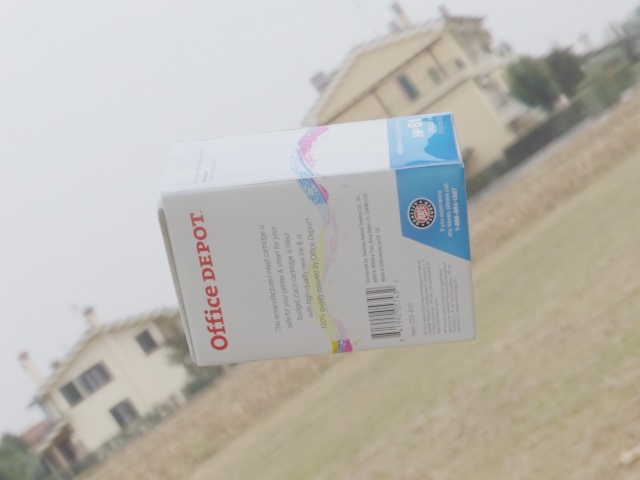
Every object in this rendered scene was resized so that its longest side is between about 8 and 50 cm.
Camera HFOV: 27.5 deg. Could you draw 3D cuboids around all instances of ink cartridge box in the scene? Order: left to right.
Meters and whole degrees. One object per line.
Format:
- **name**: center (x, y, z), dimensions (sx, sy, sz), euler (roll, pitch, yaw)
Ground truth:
- **ink cartridge box**: center (0.000, 0.000, 0.550), dimensions (0.122, 0.089, 0.052), euler (-6, 32, 3)
